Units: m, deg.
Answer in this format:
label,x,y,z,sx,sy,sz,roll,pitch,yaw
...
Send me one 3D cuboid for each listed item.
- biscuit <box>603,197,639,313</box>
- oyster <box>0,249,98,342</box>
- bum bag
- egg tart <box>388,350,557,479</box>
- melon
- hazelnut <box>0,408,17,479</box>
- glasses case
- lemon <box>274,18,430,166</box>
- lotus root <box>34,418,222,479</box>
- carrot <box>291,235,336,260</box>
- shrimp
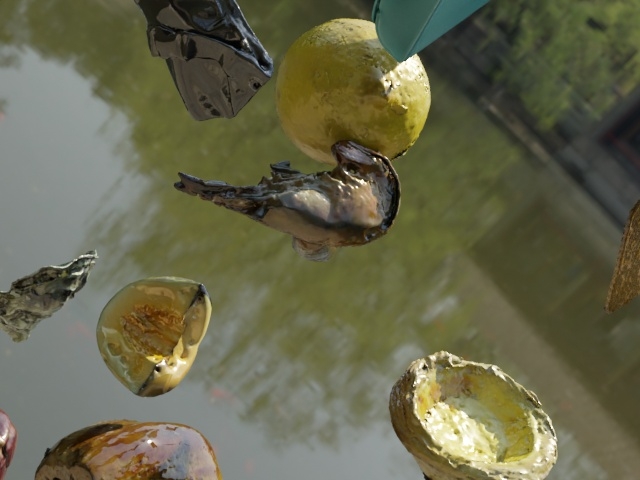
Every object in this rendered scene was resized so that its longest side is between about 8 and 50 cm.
label,x,y,z,sx,sy,sz,roll,pitch,yaw
biscuit,0.540,-0.009,2.101,0.232,0.237,0.013,-27,50,-31
oyster,-0.394,0.071,1.824,0.087,0.252,0.199,59,21,1
bum bag,-0.136,-0.239,1.327,0.060,0.123,0.248,-5,67,-56
egg tart,0.176,0.227,1.587,0.212,0.090,0.212,12,40,-10
melon,-0.214,0.115,1.701,0.128,0.160,0.079,28,-9,16
hazelnut,-0.531,0.325,2.002,0.170,0.160,0.202,99,-29,-68
glasses case,0.172,-0.302,1.399,0.070,0.117,0.301,42,52,9
lemon,0.037,-0.166,1.519,0.173,0.173,0.206,39,-7,-24
lotus root,-0.242,0.317,1.723,0.193,0.193,0.291,50,23,22
carrot,0.000,-0.001,1.971,0.070,0.070,0.342,46,3,5
shrimp,-0.035,-0.064,1.436,0.262,0.117,0.066,16,-8,-28
